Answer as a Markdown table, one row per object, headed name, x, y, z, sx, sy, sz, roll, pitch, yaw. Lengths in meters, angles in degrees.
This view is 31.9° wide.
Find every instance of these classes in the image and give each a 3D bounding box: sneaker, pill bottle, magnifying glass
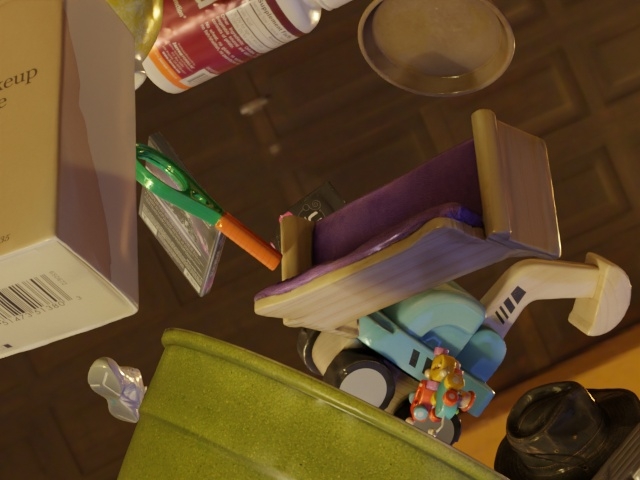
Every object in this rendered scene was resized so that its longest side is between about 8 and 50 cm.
| name | x | y | z | sx | sy | sz | roll | pitch | yaw |
| --- | --- | --- | --- | --- | --- | --- | --- | --- | --- |
| sneaker | -0.289 | 0.201 | 1.599 | 0.053 | 0.152 | 0.061 | 10 | -123 | 16 |
| pill bottle | -0.139 | -0.432 | 1.950 | 0.392 | 0.224 | 0.224 | -22 | -174 | 18 |
| magnifying glass | -0.144 | -0.041 | 1.366 | 0.026 | 0.231 | 0.092 | -52 | -171 | 17 |

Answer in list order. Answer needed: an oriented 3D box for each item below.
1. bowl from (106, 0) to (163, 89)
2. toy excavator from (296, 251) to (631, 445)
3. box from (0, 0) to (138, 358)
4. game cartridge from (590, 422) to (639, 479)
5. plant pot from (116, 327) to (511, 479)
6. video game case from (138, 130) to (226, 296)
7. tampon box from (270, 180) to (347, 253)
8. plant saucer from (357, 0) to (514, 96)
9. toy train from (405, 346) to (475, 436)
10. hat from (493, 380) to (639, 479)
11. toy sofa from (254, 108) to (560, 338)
| name | x | y | z | sx | sy | sz | roll | pitch | yaw |
| --- | --- | --- | --- | --- | --- | --- | --- | --- | --- |
| bowl | -0.333 | -0.277 | 1.593 | 0.289 | 0.156 | 0.289 | -29 | 176 | -2 |
| toy excavator | 0.249 | 0.141 | 1.850 | 0.445 | 0.433 | 0.222 | -54 | -158 | 5 |
| box | -0.242 | -0.075 | 0.935 | 0.147 | 0.311 | 0.121 | -20 | 143 | 14 |
| game cartridge | 0.377 | 0.437 | 1.620 | 0.355 | 0.068 | 0.230 | -55 | 167 | 15 |
| plant pot | -0.043 | 0.312 | 0.908 | 0.353 | 0.366 | 0.366 | -64 | -162 | -14 |
| video game case | -0.232 | -0.037 | 1.857 | 0.026 | 0.196 | 0.274 | -32 | 165 | -25 |
| tampon box | 0.000 | 0.000 | 1.803 | 0.101 | 0.120 | 0.161 | -37 | 172 | -16 |
| plant saucer | 0.205 | -0.361 | 1.980 | 0.277 | 0.278 | 0.041 | -20 | -136 | 40 |
| toy train | 0.159 | 0.212 | 1.462 | 0.046 | 0.125 | 0.166 | 17 | -169 | -8 |
| hat | 0.471 | 0.362 | 2.237 | 0.331 | 0.134 | 0.331 | -28 | -159 | 12 |
| toy sofa | 0.084 | -0.013 | 1.303 | 0.177 | 0.150 | 0.362 | 17 | 150 | -36 |
